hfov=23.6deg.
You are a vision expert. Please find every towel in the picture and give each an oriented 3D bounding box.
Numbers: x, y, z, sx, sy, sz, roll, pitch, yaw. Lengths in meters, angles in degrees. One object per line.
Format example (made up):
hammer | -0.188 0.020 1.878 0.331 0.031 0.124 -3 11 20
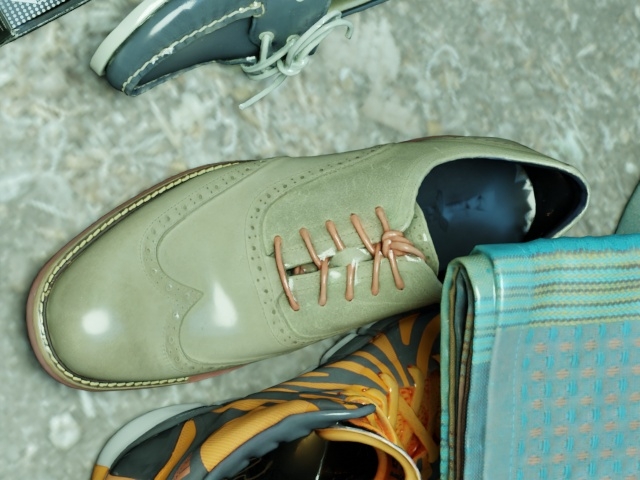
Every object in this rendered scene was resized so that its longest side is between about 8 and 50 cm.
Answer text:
towel | 0.237 0.128 0.846 0.370 0.040 0.271 -2 98 -19

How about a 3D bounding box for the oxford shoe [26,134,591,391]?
oxford shoe | 0.000 0.000 0.898 0.348 0.130 0.123 -21 97 -26

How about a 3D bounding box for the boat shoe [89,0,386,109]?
boat shoe | -0.020 -0.141 0.918 0.254 0.095 0.079 -32 91 -33

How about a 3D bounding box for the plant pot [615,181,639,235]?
plant pot | 0.335 0.035 1.011 0.252 0.247 0.248 -43 106 -10

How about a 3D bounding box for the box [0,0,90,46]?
box | -0.150 -0.237 0.881 0.184 0.045 0.191 -32 102 -25

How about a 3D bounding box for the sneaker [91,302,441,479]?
sneaker | 0.039 0.121 0.885 0.321 0.180 0.125 -22 98 -26
